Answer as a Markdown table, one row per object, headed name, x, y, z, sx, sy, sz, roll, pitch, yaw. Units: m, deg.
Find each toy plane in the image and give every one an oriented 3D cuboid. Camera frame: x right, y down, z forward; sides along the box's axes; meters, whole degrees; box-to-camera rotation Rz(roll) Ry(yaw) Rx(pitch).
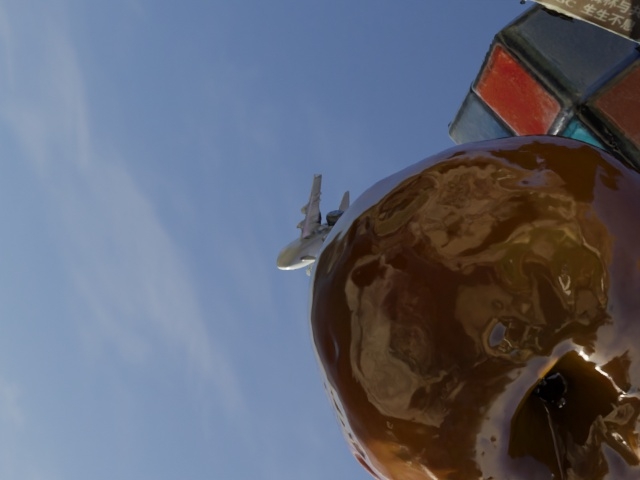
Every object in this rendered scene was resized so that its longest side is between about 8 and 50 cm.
| name | x | y | z | sx | sy | sz | roll | pitch | yaw |
| --- | --- | --- | --- | --- | --- | --- | --- | --- | --- |
| toy plane | 0.000 | 0.000 | 1.557 | 0.066 | 0.171 | 0.162 | -1 | -68 | 29 |

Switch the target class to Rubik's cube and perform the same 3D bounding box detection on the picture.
| name | x | y | z | sx | sy | sz | roll | pitch | yaw |
| --- | --- | --- | --- | --- | --- | --- | --- | --- | --- |
| Rubik's cube | 0.418 | -0.197 | 1.690 | 0.318 | 0.316 | 0.313 | 47 | -21 | 12 |

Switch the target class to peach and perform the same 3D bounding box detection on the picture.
| name | x | y | z | sx | sy | sz | roll | pitch | yaw |
| --- | --- | --- | --- | --- | --- | --- | --- | --- | --- |
| peach | 0.159 | 0.068 | 1.010 | 0.301 | 0.343 | 0.342 | -113 | -154 | -64 |

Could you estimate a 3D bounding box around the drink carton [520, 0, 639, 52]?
| name | x | y | z | sx | sy | sz | roll | pitch | yaw |
| --- | --- | --- | --- | --- | --- | --- | --- | --- | --- |
| drink carton | 0.289 | -0.351 | 0.983 | 0.194 | 0.132 | 0.324 | -77 | -171 | -47 |
